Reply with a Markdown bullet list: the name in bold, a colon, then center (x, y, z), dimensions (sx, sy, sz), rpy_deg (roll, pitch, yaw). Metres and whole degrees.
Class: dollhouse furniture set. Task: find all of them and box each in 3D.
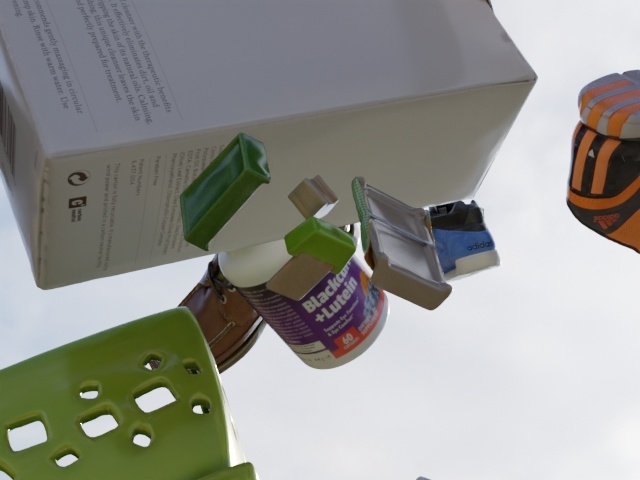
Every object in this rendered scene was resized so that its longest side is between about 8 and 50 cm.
- **dollhouse furniture set**: center (0.000, 0.000, 0.628), dimensions (0.151, 0.076, 0.058), rpy_deg (24, -56, -33)

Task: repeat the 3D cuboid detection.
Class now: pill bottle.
- **pill bottle**: center (-0.027, 0.024, 1.039), dimensions (0.108, 0.108, 0.193), rpy_deg (-11, -48, 38)

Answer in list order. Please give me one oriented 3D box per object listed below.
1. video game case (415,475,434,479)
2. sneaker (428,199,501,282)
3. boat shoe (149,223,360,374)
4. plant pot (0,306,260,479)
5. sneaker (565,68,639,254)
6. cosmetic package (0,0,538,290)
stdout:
- **video game case**: center (0.094, 0.248, 0.813), dimensions (0.157, 0.019, 0.143), rpy_deg (25, -67, -25)
- **sneaker**: center (0.132, 0.001, 1.177), dimensions (0.058, 0.085, 0.152), rpy_deg (-12, -7, -23)
- **boat shoe**: center (-0.096, 0.046, 1.311), dimensions (0.110, 0.307, 0.104), rpy_deg (44, -5, 32)
- **plant pot**: center (-0.140, 0.217, 0.773), dimensions (0.228, 0.207, 0.227), rpy_deg (-21, -55, -14)
- **sneaker**: center (0.368, -0.095, 1.162), dimensions (0.321, 0.124, 0.180), rpy_deg (-15, -51, -29)
- **cosmetic package**: center (-0.053, -0.114, 0.828), dimensions (0.365, 0.197, 0.155), rpy_deg (-10, -33, -24)
